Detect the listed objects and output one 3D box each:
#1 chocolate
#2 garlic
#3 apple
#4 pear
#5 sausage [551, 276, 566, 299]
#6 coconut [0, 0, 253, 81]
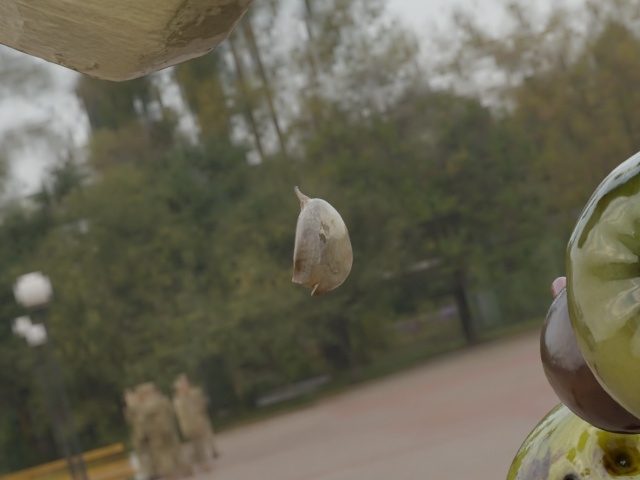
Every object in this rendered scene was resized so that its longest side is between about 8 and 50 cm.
[{"bbox_3d":[0.279,0.098,1.674,0.177,0.176,0.177,-15,-2,-1],"label":"chocolate"},{"bbox_3d":[-0.001,-0.001,2.392,0.084,0.152,0.066,-2,-7,16],"label":"garlic"},{"bbox_3d":[0.312,0.025,1.397,0.262,0.262,0.262,-15,-2,-1],"label":"apple"},{"bbox_3d":[0.348,0.303,2.095,0.284,0.283,0.283,-15,-2,-1],"label":"pear"},{"bbox_3d":[0.286,0.090,2.032,0.029,0.029,0.223,-15,22,3],"label":"sausage"},{"bbox_3d":[-0.224,-0.335,1.653,0.360,0.346,0.346,22,-19,-24],"label":"coconut"}]
